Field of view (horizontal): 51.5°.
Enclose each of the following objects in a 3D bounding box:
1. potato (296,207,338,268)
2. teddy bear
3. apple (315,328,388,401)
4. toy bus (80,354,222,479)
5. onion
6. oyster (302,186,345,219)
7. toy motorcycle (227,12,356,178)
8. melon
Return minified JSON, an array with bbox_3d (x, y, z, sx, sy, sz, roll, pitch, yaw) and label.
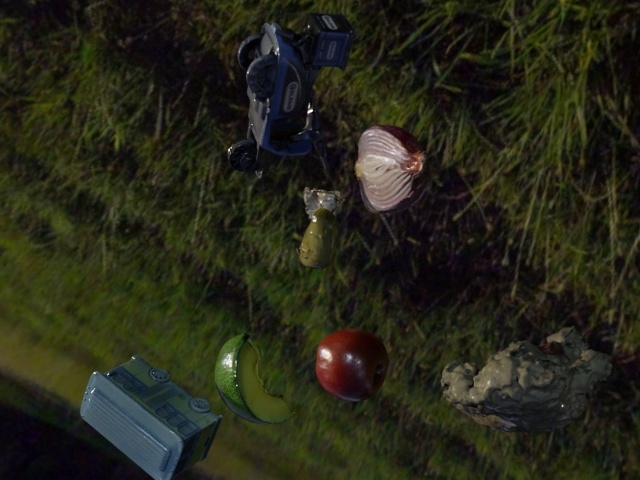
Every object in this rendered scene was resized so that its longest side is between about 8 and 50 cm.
[{"bbox_3d":[0.000,0.000,1.743,0.105,0.085,0.188,30,127,23],"label":"potato"},{"bbox_3d":[0.432,0.285,1.394,0.358,0.224,0.367,-17,151,6],"label":"teddy bear"},{"bbox_3d":[0.095,0.370,1.983,0.202,0.218,0.218,6,145,26],"label":"apple"},{"bbox_3d":[-0.427,0.443,1.675,0.312,0.190,0.151,31,111,21],"label":"toy bus"},{"bbox_3d":[0.253,-0.210,1.942,0.349,0.159,0.267,10,107,59],"label":"onion"},{"bbox_3d":[0.006,-0.116,2.131,0.053,0.108,0.166,0,-174,-43],"label":"oyster"},{"bbox_3d":[-0.062,-0.266,1.301,0.213,0.125,0.358,-4,137,-21],"label":"toy motorcycle"},{"bbox_3d":[-0.209,0.385,1.718,0.169,0.129,0.265,-13,112,43],"label":"melon"}]
